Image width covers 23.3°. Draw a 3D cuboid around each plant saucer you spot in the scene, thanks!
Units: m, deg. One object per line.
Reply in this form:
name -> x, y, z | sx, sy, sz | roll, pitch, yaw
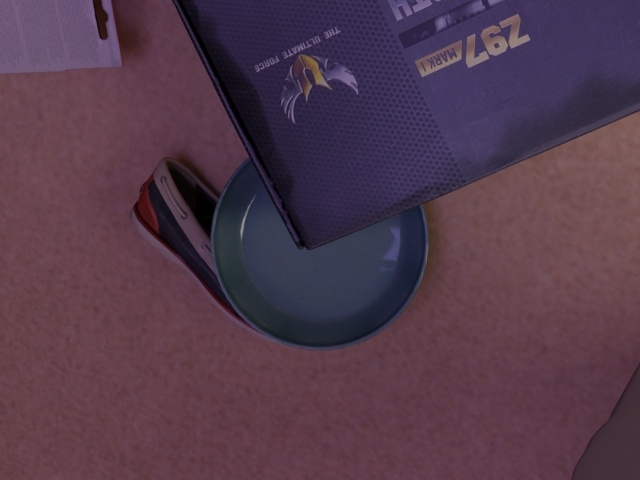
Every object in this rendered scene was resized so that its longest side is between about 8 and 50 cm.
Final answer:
plant saucer -> 0.000, 0.000, 0.852 | 0.119, 0.021, 0.119 | 0, 91, 4

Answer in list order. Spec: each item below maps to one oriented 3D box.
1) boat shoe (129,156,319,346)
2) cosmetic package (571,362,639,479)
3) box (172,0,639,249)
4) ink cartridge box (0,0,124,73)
boat shoe -> -0.049, 0.008, 0.888 | 0.137, 0.049, 0.043 | 40, 120, 12
cosmetic package -> 0.266, 0.291, 0.745 | 0.161, 0.230, 0.453 | -14, 104, 29
box -> 0.054, -0.121, 0.760 | 0.232, 0.059, 0.183 | -22, 100, 23
ink cartridge box -> -0.161, -0.130, 0.895 | 0.115, 0.029, 0.063 | 1, 110, 24
